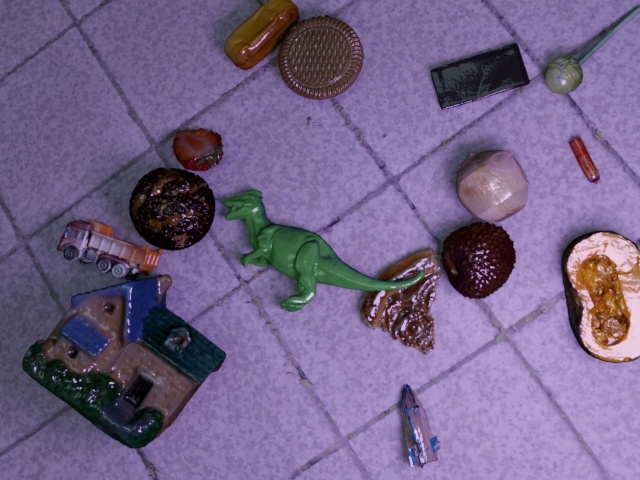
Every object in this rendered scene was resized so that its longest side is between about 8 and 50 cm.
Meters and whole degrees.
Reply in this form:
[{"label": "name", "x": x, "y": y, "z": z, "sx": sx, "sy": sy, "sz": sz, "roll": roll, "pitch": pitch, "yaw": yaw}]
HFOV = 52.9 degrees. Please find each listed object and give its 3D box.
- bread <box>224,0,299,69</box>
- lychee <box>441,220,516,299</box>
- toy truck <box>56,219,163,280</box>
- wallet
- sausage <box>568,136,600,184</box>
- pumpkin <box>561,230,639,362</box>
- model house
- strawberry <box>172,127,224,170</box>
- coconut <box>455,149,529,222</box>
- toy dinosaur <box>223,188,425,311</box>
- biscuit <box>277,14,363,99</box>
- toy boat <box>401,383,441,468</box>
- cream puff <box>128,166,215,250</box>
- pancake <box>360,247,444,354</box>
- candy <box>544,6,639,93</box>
[{"label": "bread", "x": -0.164, "y": -0.593, "z": 1.843, "sx": 0.245, "sy": 0.102, "sz": 0.094, "roll": -43, "pitch": 70, "yaw": 1}, {"label": "lychee", "x": 0.401, "y": 0.045, "z": 1.610, "sx": 0.188, "sy": 0.188, "sz": 0.188, "roll": -2, "pitch": 82, "yaw": 10}, {"label": "toy truck", "x": -0.599, "y": 0.025, "z": 1.824, "sx": 0.270, "sy": 0.114, "sz": 0.135, "roll": 18, "pitch": 85, "yaw": 11}, {"label": "wallet", "x": 0.431, "y": -0.443, "z": 1.744, "sx": 0.244, "sy": 0.025, "sz": 0.124, "roll": -16, "pitch": 79, "yaw": 6}, {"label": "sausage", "x": 0.684, "y": -0.203, "z": 1.658, "sx": 0.034, "sy": 0.034, "sz": 0.129, "roll": -22, "pitch": 78, "yaw": 7}, {"label": "pumpkin", "x": 0.712, "y": 0.132, "z": 1.551, "sx": 0.222, "sy": 0.139, "sz": 0.317, "roll": -9, "pitch": 79, "yaw": 12}, {"label": "model house", "x": -0.466, "y": 0.274, "z": 1.661, "sx": 0.382, "sy": 0.334, "sz": 0.342, "roll": 39, "pitch": 92, "yaw": 3}, {"label": "strawberry", "x": -0.355, "y": -0.256, "z": 1.833, "sx": 0.146, "sy": 0.082, "sz": 0.187, "roll": -30, "pitch": 52, "yaw": -29}, {"label": "coconut", "x": 0.429, "y": -0.142, "z": 1.625, "sx": 0.194, "sy": 0.194, "sz": 0.194, "roll": -2, "pitch": 82, "yaw": 10}, {"label": "toy dinosaur", "x": 0.000, "y": 0.000, "z": 1.732, "sx": 0.500, "sy": 0.144, "sz": 0.374, "roll": -13, "pitch": 68, "yaw": 5}, {"label": "biscuit", "x": -0.002, "y": -0.515, "z": 1.809, "sx": 0.259, "sy": 0.079, "sz": 0.259, "roll": -1, "pitch": 83, "yaw": 11}, {"label": "toy boat", "x": 0.245, "y": 0.468, "z": 1.631, "sx": 0.084, "sy": 0.066, "sz": 0.210, "roll": -4, "pitch": 69, "yaw": -23}, {"label": "cream puff", "x": -0.410, "y": -0.094, "z": 1.769, "sx": 0.239, "sy": 0.165, "sz": 0.239, "roll": -1, "pitch": 67, "yaw": 3}, {"label": "pancake", "x": 0.240, "y": 0.174, "z": 1.673, "sx": 0.266, "sy": 0.057, "sz": 0.244, "roll": -31, "pitch": 77, "yaw": 5}, {"label": "candy", "x": 0.722, "y": -0.507, "z": 1.683, "sx": 0.335, "sy": 0.092, "sz": 0.093, "roll": -40, "pitch": 40, "yaw": -5}]
